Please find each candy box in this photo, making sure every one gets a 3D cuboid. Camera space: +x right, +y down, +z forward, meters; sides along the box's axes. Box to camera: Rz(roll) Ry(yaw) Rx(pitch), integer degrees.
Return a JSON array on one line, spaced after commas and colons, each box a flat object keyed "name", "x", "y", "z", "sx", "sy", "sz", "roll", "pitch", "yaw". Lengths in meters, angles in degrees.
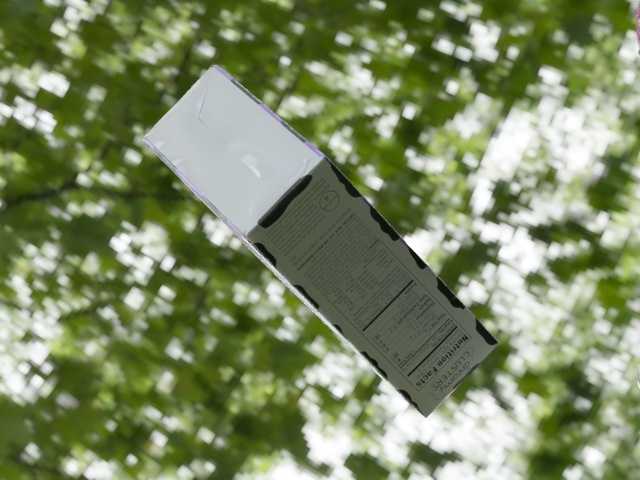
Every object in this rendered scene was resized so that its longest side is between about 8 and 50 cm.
[{"name": "candy box", "x": 0.000, "y": 0.000, "z": 1.230, "sx": 0.070, "sy": 0.165, "sz": 0.196, "roll": -46, "pitch": -54, "yaw": -2}]

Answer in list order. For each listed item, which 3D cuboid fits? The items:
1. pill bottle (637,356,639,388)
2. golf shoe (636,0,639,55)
[{"name": "pill bottle", "x": 0.261, "y": 0.138, "z": 1.170, "sx": 0.121, "sy": 0.216, "sz": 0.121, "roll": -5, "pitch": -54, "yaw": -7}, {"name": "golf shoe", "x": 0.322, "y": -0.126, "z": 1.420, "sx": 0.140, "sy": 0.115, "sz": 0.306, "roll": -56, "pitch": -42, "yaw": -13}]
